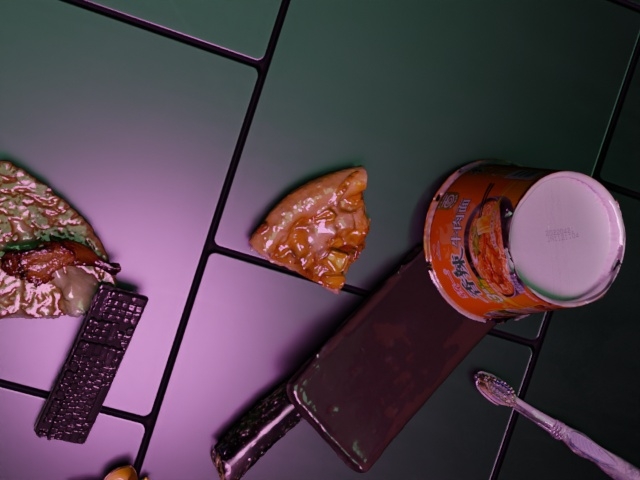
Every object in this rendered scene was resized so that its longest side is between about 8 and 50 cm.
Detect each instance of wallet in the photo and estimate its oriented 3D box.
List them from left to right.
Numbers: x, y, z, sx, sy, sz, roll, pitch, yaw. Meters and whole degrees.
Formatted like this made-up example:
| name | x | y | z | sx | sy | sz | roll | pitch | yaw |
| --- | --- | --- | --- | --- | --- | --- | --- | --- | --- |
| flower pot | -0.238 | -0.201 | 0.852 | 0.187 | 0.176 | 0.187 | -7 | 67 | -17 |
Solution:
| name | x | y | z | sx | sy | sz | roll | pitch | yaw |
| --- | --- | --- | --- | --- | --- | --- | --- | --- | --- |
| wallet | 0.102 | 0.150 | 1.479 | 0.309 | 0.042 | 0.165 | -45 | 99 | -20 |

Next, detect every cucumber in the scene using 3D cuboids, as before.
| name | x | y | z | sx | sy | sz | roll | pitch | yaw |
| --- | --- | --- | --- | --- | --- | --- | --- | --- | --- |
| cucumber | -0.052 | 0.231 | 1.482 | 0.245 | 0.067 | 0.067 | -43 | 103 | -6 |

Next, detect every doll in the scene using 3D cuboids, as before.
| name | x | y | z | sx | sy | sz | roll | pitch | yaw |
| --- | --- | --- | --- | --- | --- | --- | --- | --- | --- |
| doll | -0.284 | 0.342 | 1.454 | 0.113 | 0.077 | 0.078 | -32 | 115 | -35 |

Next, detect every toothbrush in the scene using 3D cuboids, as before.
| name | x | y | z | sx | sy | sz | roll | pitch | yaw |
| --- | --- | --- | --- | --- | --- | --- | --- | --- | --- |
| toothbrush | 0.385 | 0.301 | 1.595 | 0.413 | 0.042 | 0.035 | 33 | 89 | -16 |

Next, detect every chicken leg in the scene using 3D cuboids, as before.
| name | x | y | z | sx | sy | sz | roll | pitch | yaw |
| --- | --- | --- | --- | --- | --- | --- | --- | --- | --- |
| chicken leg | -0.322 | 0.026 | 1.361 | 0.145 | 0.037 | 0.062 | -7 | 116 | -14 |

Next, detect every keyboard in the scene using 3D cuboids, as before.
| name | x | y | z | sx | sy | sz | roll | pitch | yaw |
| --- | --- | --- | --- | --- | --- | --- | --- | --- | --- |
| keyboard | -0.294 | 0.164 | 1.410 | 0.072 | 0.023 | 0.231 | 20 | 105 | -25 |

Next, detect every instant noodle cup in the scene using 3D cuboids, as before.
| name | x | y | z | sx | sy | sz | roll | pitch | yaw |
| --- | --- | --- | --- | --- | --- | --- | --- | --- | --- |
| instant noodle cup | 0.277 | -0.001 | 1.441 | 0.230 | 0.182 | 0.230 | 1 | 88 | -22 |

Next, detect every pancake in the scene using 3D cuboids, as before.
| name | x | y | z | sx | sy | sz | roll | pitch | yaw |
| --- | --- | --- | --- | --- | --- | --- | --- | --- | --- |
| pancake | -0.404 | 0.011 | 1.384 | 0.376 | 0.054 | 0.197 | 38 | 82 | -12 |

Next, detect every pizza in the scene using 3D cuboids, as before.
| name | x | y | z | sx | sy | sz | roll | pitch | yaw |
| --- | --- | --- | --- | --- | --- | --- | --- | --- | --- |
| pizza | 0.000 | 0.000 | 1.464 | 0.182 | 0.062 | 0.161 | -22 | 106 | -10 |
